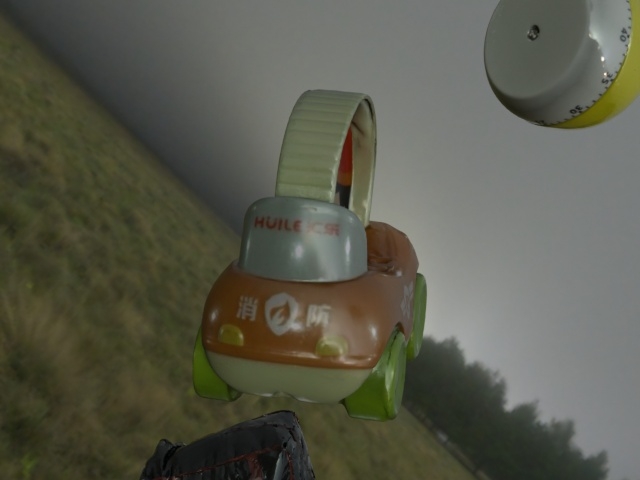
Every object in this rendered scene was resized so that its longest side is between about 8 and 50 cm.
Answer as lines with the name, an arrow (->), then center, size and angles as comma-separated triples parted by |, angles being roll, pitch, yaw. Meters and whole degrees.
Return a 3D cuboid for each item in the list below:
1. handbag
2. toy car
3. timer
handbag -> -0.077, 0.296, 0.926 | 0.155, 0.169, 0.215 | -79, 157, -74
toy car -> 0.000, 0.000, 0.652 | 0.145, 0.235, 0.235 | 5, -13, 12
timer -> 0.428, -0.297, 1.427 | 0.285, 0.285, 0.285 | 42, -3, 3
